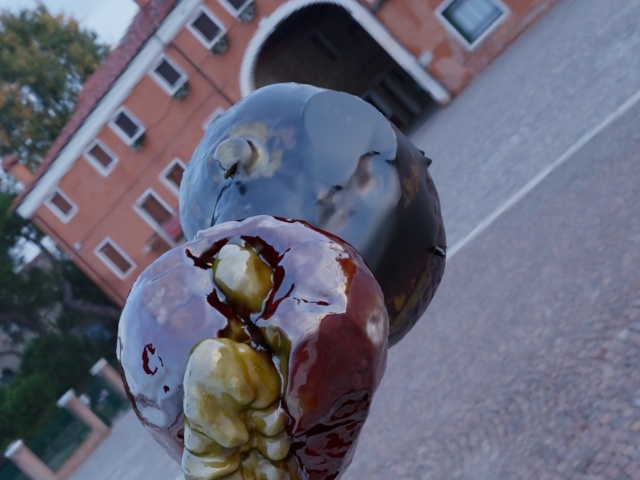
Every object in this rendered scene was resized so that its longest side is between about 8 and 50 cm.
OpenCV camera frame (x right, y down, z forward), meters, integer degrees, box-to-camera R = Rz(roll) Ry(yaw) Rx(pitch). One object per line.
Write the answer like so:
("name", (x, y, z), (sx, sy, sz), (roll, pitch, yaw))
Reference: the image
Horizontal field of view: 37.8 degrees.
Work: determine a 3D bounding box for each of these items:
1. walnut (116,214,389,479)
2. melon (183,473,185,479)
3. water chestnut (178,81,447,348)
("walnut", (-0.051, 0.123, 0.761), (0.269, 0.221, 0.244), (82, -176, -46))
("melon", (-0.080, 0.320, 0.992), (0.118, 0.209, 0.064), (-5, -4, -36))
("water chestnut", (0.000, 0.000, 1.105), (0.335, 0.335, 0.347), (-45, -29, -2))
